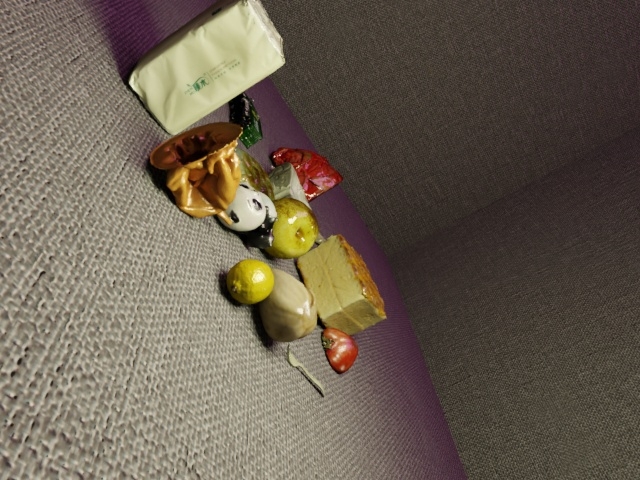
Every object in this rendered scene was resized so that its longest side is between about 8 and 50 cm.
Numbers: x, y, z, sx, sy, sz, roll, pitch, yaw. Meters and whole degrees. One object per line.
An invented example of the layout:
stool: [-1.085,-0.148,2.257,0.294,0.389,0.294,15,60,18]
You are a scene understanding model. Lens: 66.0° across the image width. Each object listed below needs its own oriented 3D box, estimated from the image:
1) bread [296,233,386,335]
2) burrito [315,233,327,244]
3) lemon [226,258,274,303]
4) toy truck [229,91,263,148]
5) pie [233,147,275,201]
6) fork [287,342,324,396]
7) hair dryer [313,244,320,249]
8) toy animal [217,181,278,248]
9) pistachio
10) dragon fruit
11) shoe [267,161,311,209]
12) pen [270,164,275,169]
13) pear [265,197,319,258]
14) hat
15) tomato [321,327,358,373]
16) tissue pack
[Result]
bread: [0.079,0.171,1.767,0.279,0.207,0.279,47,16,-58]
burrito: [0.000,0.000,2.215,0.055,0.041,0.149,53,5,36]
lemon: [-0.168,0.097,1.168,0.133,0.109,0.109,-21,82,-56]
toy truck: [-0.306,-0.499,1.994,0.121,0.088,0.259,49,19,-40]
pie: [-0.224,-0.189,1.668,0.306,0.071,0.306,54,16,-23]
fork: [-0.040,0.355,1.326,0.219,0.028,0.034,58,4,-32]
hair dryer: [0.028,0.125,2.018,0.124,0.072,0.219,-26,94,-78]
toy animal: [-0.201,-0.078,1.355,0.166,0.138,0.179,49,1,27]
pistachio: [-0.088,0.159,1.246,0.137,0.153,0.237,54,7,-41]
dragon fruit: [-0.101,-0.283,2.194,0.330,0.240,0.302,37,23,4]
shoe: [-0.110,-0.136,1.898,0.210,0.132,0.342,50,21,-49]
pen: [-0.162,-0.243,2.128,0.197,0.032,0.053,57,13,-24]
pear: [-0.112,-0.039,1.534,0.197,0.197,0.197,56,13,-21]
hat: [-0.252,-0.134,1.181,0.233,0.244,0.233,-85,159,-55]
tomato: [0.072,0.349,1.621,0.139,0.091,0.159,52,13,-42]
tissue pack: [-0.296,-0.490,1.328,0.207,0.380,0.297,54,13,-31]
